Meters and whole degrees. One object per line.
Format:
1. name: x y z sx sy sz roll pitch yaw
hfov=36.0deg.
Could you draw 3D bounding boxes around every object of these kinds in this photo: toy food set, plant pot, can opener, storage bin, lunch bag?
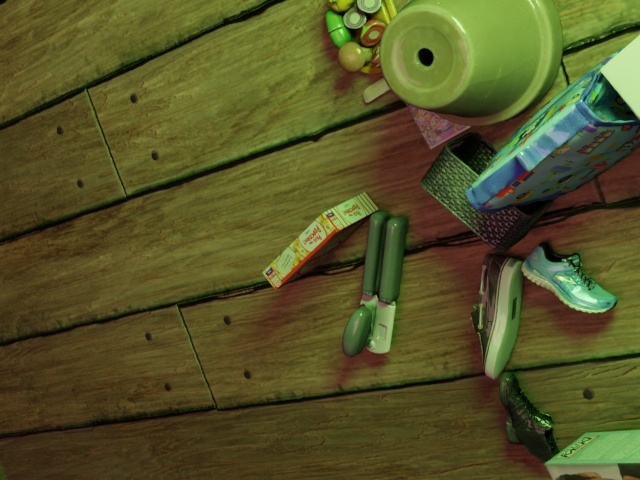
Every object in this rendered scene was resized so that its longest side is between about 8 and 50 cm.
1. toy food set: 0.067 -0.345 1.655 0.128 0.071 0.217 -18 97 38
2. plant pot: 0.203 -0.284 1.478 0.263 0.229 0.262 11 112 28
3. can opener: 0.103 0.086 1.787 0.074 0.093 0.280 20 113 29
4. storage bin: 0.267 -0.080 1.584 0.180 0.122 0.084 42 126 15
5. lunch bag: 0.343 -0.136 1.401 0.221 0.293 0.138 -39 84 37

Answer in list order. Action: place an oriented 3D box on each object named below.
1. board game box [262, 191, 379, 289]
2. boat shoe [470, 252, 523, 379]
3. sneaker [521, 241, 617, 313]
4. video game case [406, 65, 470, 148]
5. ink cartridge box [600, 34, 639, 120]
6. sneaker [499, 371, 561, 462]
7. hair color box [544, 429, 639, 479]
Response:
1. board game box: 0.000 0.000 1.784 0.045 0.147 0.193 52 128 8
2. boat shoe: 0.296 0.127 1.677 0.070 0.078 0.219 16 110 32
3. sneaker: 0.403 0.059 1.581 0.162 0.063 0.073 32 119 21
4. video game case: 0.191 -0.225 1.653 0.087 0.011 0.122 -28 90 38
5. ink cartridge box: 0.531 -0.249 1.307 0.168 0.171 0.233 52 127 8
6. sneaker: 0.366 0.307 1.709 0.089 0.051 0.170 2 113 34
7. hair color box: 0.529 0.390 1.495 0.185 0.114 0.374 62 154 0
